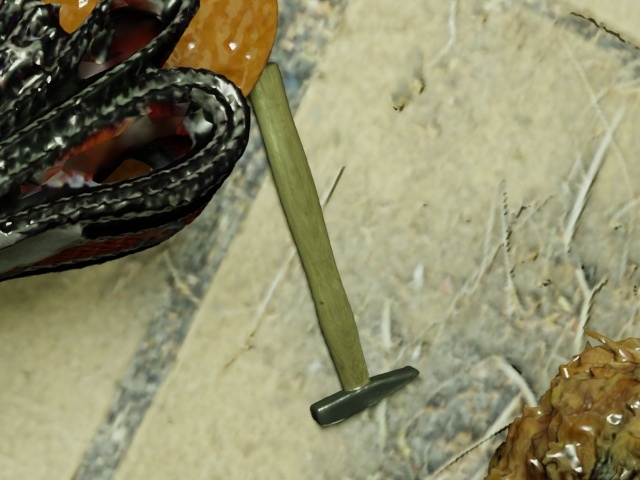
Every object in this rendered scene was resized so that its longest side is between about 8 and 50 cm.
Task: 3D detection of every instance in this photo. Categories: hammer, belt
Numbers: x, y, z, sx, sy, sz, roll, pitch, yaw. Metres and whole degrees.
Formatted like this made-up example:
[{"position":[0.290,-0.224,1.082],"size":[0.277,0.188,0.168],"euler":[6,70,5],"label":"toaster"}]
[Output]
[{"position":[0.000,0.000,0.929],"size":[0.062,0.013,0.199],"euler":[-22,112,-15],"label":"hammer"},{"position":[-0.181,0.012,0.706],"size":[0.359,0.094,0.126],"euler":[-39,90,-28],"label":"belt"}]

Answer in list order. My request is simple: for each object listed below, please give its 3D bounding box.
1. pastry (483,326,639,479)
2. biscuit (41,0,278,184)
[{"position":[0.224,0.155,0.950],"size":[0.193,0.275,0.275],"euler":[-46,122,-45],"label":"pastry"},{"position":[-0.104,-0.148,0.831],"size":[0.202,0.047,0.334],"euler":[19,95,-23],"label":"biscuit"}]
